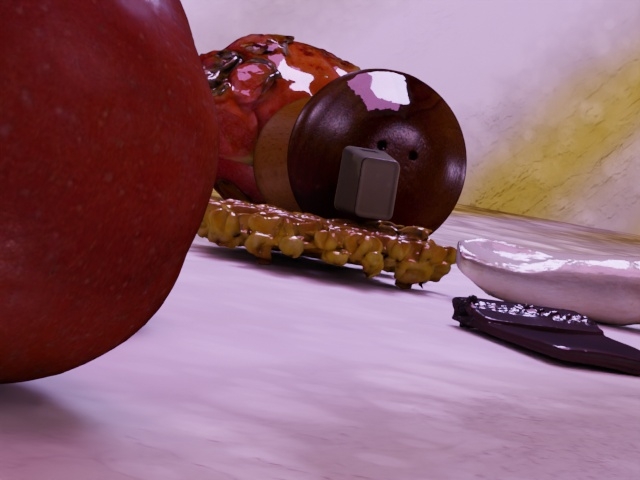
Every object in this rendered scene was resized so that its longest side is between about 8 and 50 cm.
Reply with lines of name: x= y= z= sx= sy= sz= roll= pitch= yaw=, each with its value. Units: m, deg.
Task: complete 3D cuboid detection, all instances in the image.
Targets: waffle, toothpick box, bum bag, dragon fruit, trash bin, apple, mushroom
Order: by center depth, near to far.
apple: x=-0.154 y=-0.048 z=0.735 sx=0.201 sy=0.218 sz=0.218 roll=10 pitch=4 yaw=-27
bum bag: x=0.173 y=0.067 z=1.273 sx=0.109 sy=0.026 sz=0.159 roll=9 pitch=5 yaw=-25
mushroom: x=0.217 y=0.036 z=1.536 sx=0.209 sy=0.071 sz=0.084 roll=7 pitch=34 yaw=-6
waffle: x=0.000 y=0.000 z=1.562 sx=0.228 sy=0.051 sz=0.231 roll=14 pitch=5 yaw=31
trash bin: x=0.044 y=-0.050 z=1.607 sx=0.043 sy=0.061 sz=0.092 roll=8 pitch=6 yaw=-10
toothpick box: x=0.031 y=-0.084 z=1.915 sx=0.192 sy=0.192 sz=0.294 roll=9 pitch=-1 yaw=-19
dragon fruit: x=-0.046 y=-0.141 z=2.193 sx=0.250 sy=0.250 sz=0.315 roll=12 pitch=19 yaw=24
